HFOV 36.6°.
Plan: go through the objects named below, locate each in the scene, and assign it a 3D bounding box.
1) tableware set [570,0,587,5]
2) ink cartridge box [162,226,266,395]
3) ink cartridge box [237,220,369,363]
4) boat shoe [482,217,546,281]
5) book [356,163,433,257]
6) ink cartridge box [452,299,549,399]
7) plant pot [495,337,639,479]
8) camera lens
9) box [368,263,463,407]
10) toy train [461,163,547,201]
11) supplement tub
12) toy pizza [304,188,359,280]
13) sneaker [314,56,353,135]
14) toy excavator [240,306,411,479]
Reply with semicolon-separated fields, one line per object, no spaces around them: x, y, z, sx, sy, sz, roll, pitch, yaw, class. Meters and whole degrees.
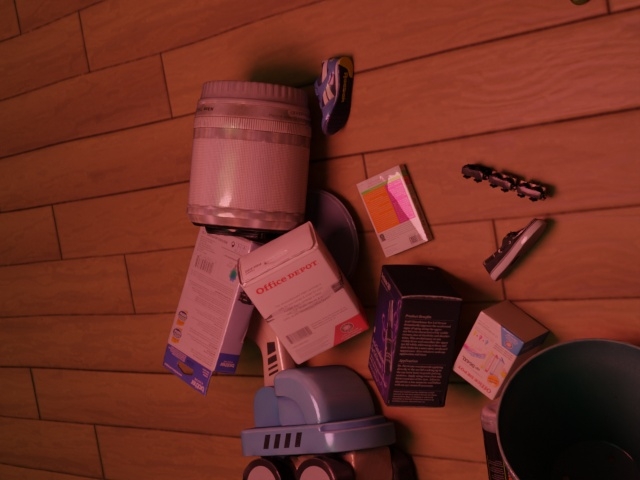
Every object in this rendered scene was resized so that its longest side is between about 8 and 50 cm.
0.380;-0.435;1.443;0.104;0.024;0.154;-35;78;43;tableware set
-0.210;0.134;1.918;0.185;0.065;0.311;21;93;49;ink cartridge box
-0.032;0.096;1.761;0.158;0.092;0.218;-28;123;7;ink cartridge box
0.313;0.009;1.583;0.040;0.049;0.142;51;129;21;boat shoe
0.133;-0.052;1.733;0.096;0.035;0.144;-23;85;38;book
0.295;0.189;1.611;0.092;0.090;0.143;37;121;28;ink cartridge box
0.415;0.320;1.449;0.290;0.290;0.195;29;154;32;plant pot
-0.130;-0.144;1.791;0.219;0.219;0.275;6;92;39;camera lens
0.159;0.162;1.665;0.153;0.108;0.207;-118;32;-70;box
0.302;-0.095;1.577;0.158;0.036;0.027;23;118;36;toy train
0.332;0.364;1.601;0.117;0.117;0.191;-2;99;41;supplement tub
0.000;0.000;1.858;0.201;0.032;0.201;10;106;40;toy pizza
0.020;-0.265;1.769;0.059;0.053;0.144;17;102;36;sneaker
-0.054;0.294;1.888;0.432;0.222;0.446;-13;78;42;toy excavator
